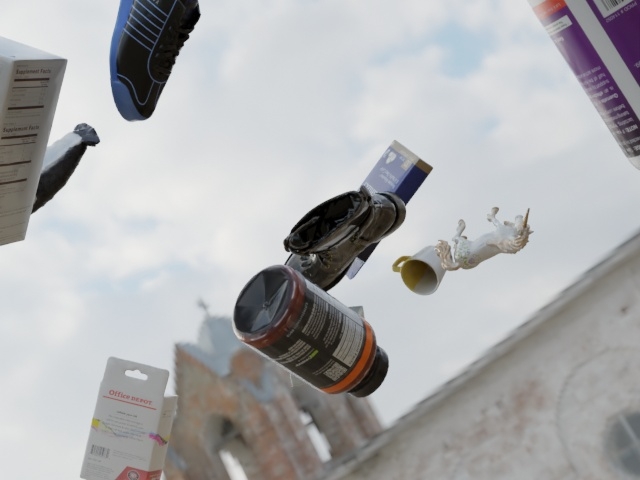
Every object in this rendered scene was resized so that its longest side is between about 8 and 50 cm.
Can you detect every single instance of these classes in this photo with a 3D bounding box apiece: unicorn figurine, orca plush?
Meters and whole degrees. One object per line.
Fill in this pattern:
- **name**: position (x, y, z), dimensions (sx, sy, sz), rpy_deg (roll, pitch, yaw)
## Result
- **unicorn figurine**: position (0.232, -0.003, 1.827), dimensions (0.162, 0.111, 0.060), rpy_deg (-40, -67, 20)
- **orca plush**: position (-0.437, -0.066, 1.905), dimensions (0.287, 0.151, 0.102), rpy_deg (-42, -30, -20)

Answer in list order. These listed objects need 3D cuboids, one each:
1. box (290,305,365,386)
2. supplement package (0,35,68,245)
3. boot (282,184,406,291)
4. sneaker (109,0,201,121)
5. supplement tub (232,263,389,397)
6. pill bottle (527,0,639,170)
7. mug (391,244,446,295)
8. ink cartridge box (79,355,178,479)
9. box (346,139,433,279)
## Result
- **box**: position (0.010, 0.150, 1.930), dimensions (0.101, 0.087, 0.102), rpy_deg (-4, 16, 14)
- **supplement package**: position (-0.424, -0.126, 1.662), dimensions (0.134, 0.139, 0.244), rpy_deg (-23, -48, -71)
- **boot**: position (0.000, 0.000, 1.999), dimensions (0.263, 0.091, 0.229), rpy_deg (-41, -13, 19)
- **sneaker**: position (-0.197, -0.260, 1.663), dimensions (0.090, 0.232, 0.081), rpy_deg (6, 1, 28)
- **supplement tub**: position (-0.005, 0.116, 1.601), dimensions (0.106, 0.106, 0.198), rpy_deg (-37, -50, 19)
- **pill bottle**: position (0.379, -0.203, 1.506), dimensions (0.181, 0.323, 0.181), rpy_deg (-33, 5, 3)
- **mug**: position (0.153, 0.034, 1.993), dimensions (0.064, 0.078, 0.062), rpy_deg (-45, -14, -48)
- **ink cartridge box**: position (-0.297, 0.290, 2.135), dimensions (0.115, 0.198, 0.067), rpy_deg (12, -2, 15)
- **box**: position (0.086, -0.051, 2.200), dimensions (0.036, 0.136, 0.225), rpy_deg (32, -84, -22)
